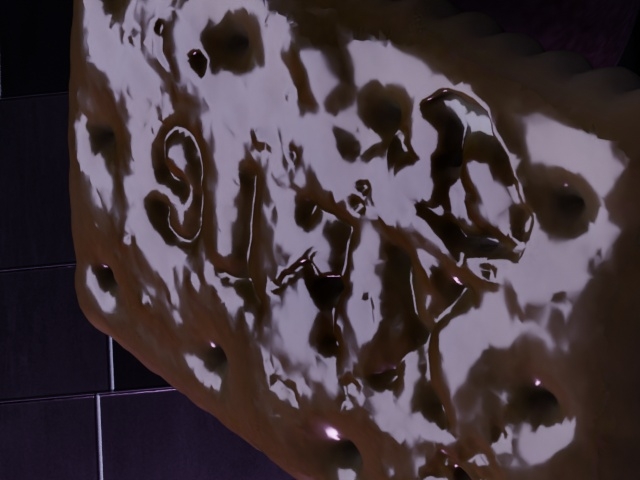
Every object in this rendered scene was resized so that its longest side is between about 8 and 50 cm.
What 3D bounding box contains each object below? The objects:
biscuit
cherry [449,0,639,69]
[{"bbox_3d":[0.000,0.000,0.594,0.325,0.044,0.217,32,125,42],"label":"biscuit"},{"bbox_3d":[0.052,-0.114,0.646,0.176,0.140,0.176,43,141,50],"label":"cherry"}]
